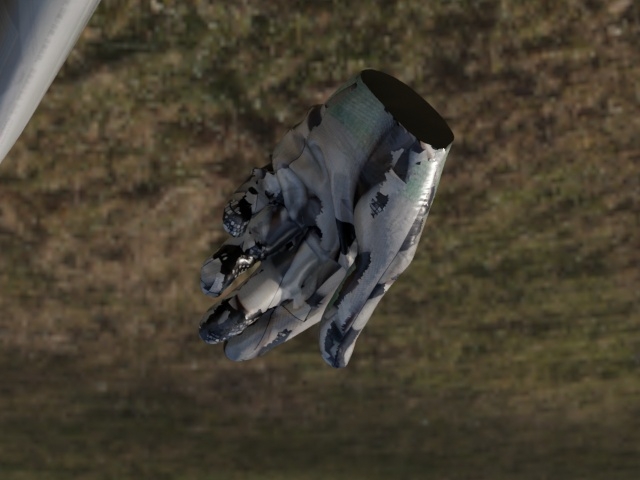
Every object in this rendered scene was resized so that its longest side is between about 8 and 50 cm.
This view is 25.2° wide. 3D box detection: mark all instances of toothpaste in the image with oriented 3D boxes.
[{"bbox_3d":[-0.161,-0.140,0.830,0.066,0.100,0.323,22,103,-30],"label":"toothpaste"}]

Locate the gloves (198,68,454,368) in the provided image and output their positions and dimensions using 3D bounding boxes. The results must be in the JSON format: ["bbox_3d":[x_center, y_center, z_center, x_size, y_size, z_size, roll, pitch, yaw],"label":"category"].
[{"bbox_3d":[0.000,-0.005,0.967,0.127,0.111,0.212,35,117,-4],"label":"gloves"}]
